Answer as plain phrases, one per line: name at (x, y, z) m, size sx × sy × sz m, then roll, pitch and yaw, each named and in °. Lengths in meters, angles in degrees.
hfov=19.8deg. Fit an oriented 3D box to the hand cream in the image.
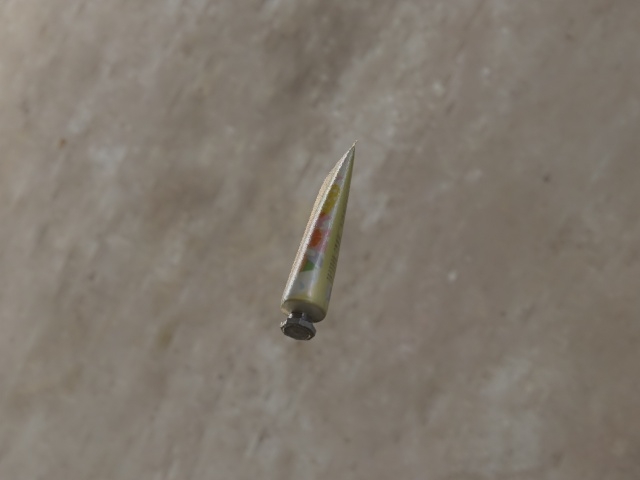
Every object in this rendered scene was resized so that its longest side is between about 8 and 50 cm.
hand cream at (0.000, 0.000, 0.867) m, size 0.035 × 0.022 × 0.102 m, roll 125°, pitch 162°, yaw -59°
